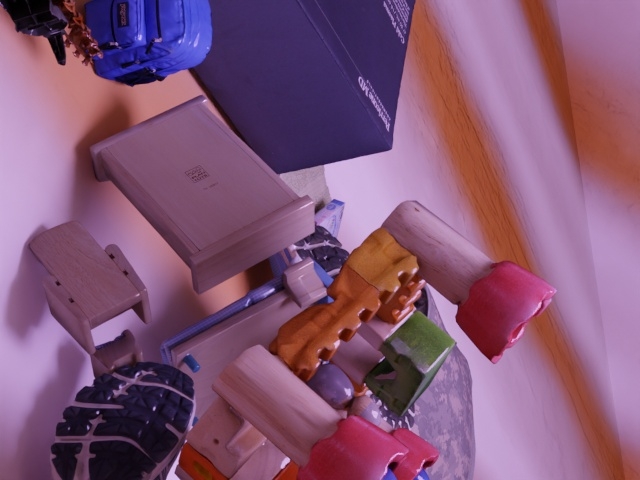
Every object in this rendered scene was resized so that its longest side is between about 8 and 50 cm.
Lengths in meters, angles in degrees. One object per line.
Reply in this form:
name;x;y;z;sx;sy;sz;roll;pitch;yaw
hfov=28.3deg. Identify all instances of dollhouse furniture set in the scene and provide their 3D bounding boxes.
dollhouse furniture set;-0.155;0.058;1.330;0.286;0.198;0.303;-28;142;-24

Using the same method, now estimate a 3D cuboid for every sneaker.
sneaker;-0.200;0.239;1.148;0.122;0.110;0.283;90;24;-55
sneaker;-0.016;0.114;1.548;0.130;0.147;0.330;8;56;-58

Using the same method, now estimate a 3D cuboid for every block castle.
block castle;0.037;0.203;1.205;0.303;0.213;0.453;-42;165;-31

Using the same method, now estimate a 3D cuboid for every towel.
towel;-0.023;-0.059;1.691;0.148;0.027;0.110;-40;119;-61

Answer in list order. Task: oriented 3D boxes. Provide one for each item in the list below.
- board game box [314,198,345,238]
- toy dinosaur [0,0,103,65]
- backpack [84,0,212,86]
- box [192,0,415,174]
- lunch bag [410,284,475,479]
board game box;0.000;0.000;1.684;0.090;0.020;0.090;-42;149;-61
toy dinosaur;-0.286;-0.255;1.089;0.322;0.164;0.218;21;44;-37
backpack;-0.178;-0.217;1.314;0.101;0.120;0.097;5;79;-64
box;-0.038;-0.315;1.559;0.343;0.179;0.312;54;35;-41
lunch bag;0.112;0.209;1.723;0.235;0.169;0.287;58;37;-42
